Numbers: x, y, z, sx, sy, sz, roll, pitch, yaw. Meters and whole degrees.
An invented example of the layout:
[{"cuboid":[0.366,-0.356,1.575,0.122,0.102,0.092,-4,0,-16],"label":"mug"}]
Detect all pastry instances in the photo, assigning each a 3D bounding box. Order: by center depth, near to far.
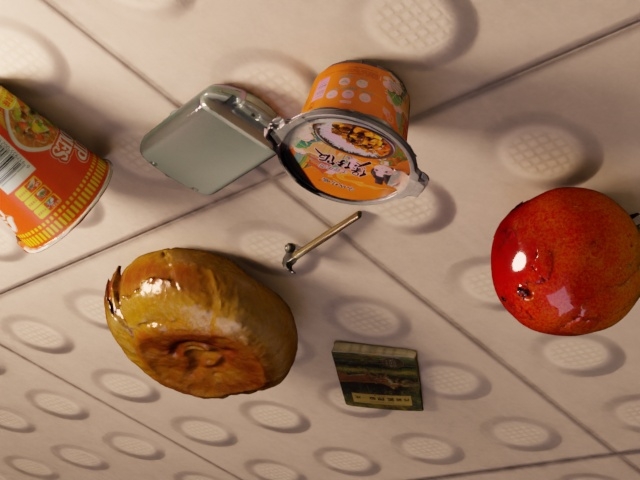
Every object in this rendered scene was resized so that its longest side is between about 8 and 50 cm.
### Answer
[{"cuboid":[-0.206,0.145,1.827,0.356,0.164,0.356,10,141,8],"label":"pastry"}]

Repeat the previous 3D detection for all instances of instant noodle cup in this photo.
[{"cuboid":[0.043,-0.145,1.318,0.208,0.125,0.177,29,143,-22],"label":"instant noodle cup"},{"cuboid":[-0.444,-0.115,1.519,0.193,0.193,0.212,-18,128,40],"label":"instant noodle cup"}]

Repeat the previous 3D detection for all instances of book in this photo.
[{"cuboid":[0.113,0.266,2.006,0.160,0.024,0.228,4,145,12],"label":"book"}]

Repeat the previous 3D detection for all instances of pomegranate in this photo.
[{"cuboid":[0.343,0.027,1.398,0.235,0.210,0.210,-9,149,-10],"label":"pomegranate"}]

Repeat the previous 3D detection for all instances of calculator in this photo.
[{"cuboid":[-0.155,-0.138,1.477,0.141,0.045,0.246,32,143,-26],"label":"calculator"}]

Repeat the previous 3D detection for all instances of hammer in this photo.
[{"cuboid":[0.000,0.000,1.627,0.017,0.062,0.182,32,137,-27],"label":"hammer"}]
